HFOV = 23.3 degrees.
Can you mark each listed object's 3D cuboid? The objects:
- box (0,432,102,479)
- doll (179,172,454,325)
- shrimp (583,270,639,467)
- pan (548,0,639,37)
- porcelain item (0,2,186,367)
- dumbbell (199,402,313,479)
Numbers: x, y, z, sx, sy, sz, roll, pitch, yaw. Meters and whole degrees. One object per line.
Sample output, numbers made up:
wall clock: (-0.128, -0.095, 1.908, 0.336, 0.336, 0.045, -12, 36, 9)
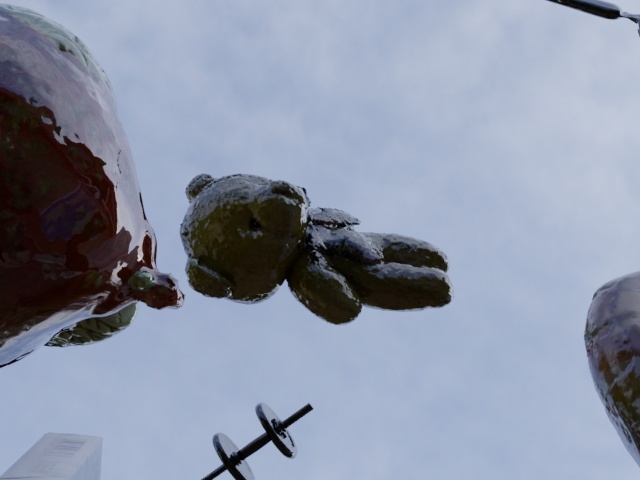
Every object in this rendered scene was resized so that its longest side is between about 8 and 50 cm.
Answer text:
box: (-0.256, 0.276, 1.438, 0.067, 0.233, 0.149, 2, -84, 2)
doll: (0.000, 0.000, 1.157, 0.210, 0.137, 0.097, 8, -53, -8)
shrimp: (0.211, 0.103, 0.803, 0.150, 0.248, 0.068, 13, -50, -7)
pan: (0.277, -0.176, 1.252, 0.235, 0.136, 0.028, 23, -60, 21)
porcelain item: (-0.184, -0.010, 0.918, 0.253, 0.253, 0.253, 4, -56, 5)
dumbbell: (-0.068, 0.214, 1.622, 0.147, 0.069, 0.069, -36, -66, 6)
